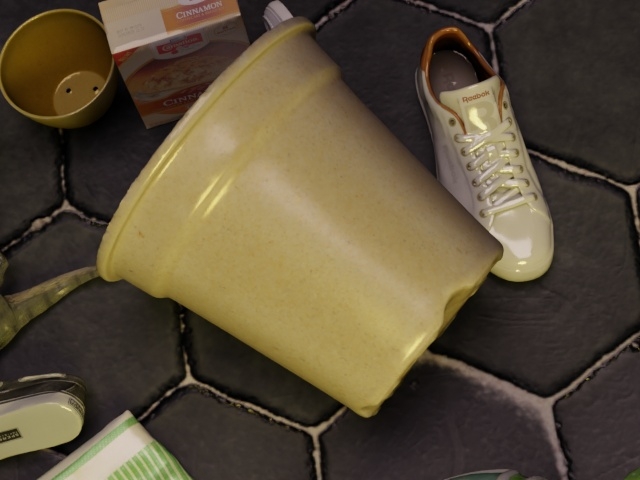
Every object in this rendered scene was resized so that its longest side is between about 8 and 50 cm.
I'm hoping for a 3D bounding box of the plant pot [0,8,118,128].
[{"bbox_3d":[-0.282,-0.178,1.750,0.134,0.095,0.134,-4,69,9],"label":"plant pot"}]

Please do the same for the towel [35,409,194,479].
[{"bbox_3d":[-0.189,0.361,1.569,0.248,0.038,0.325,-38,70,-10],"label":"towel"}]

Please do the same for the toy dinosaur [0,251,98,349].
[{"bbox_3d":[-0.363,0.071,1.688,0.268,0.064,0.118,-37,77,-11],"label":"toy dinosaur"}]

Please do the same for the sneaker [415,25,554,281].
[{"bbox_3d":[0.167,-0.096,1.663,0.106,0.123,0.290,-21,70,-4],"label":"sneaker"}]

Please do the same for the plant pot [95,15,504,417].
[{"bbox_3d":[0.000,0.000,1.560,0.305,0.334,0.334,39,77,7],"label":"plant pot"}]

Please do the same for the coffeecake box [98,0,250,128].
[{"bbox_3d":[-0.148,-0.208,1.702,0.142,0.185,0.068,-17,68,-1],"label":"coffeecake box"}]

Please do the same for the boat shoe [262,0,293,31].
[{"bbox_3d":[-0.033,-0.183,1.752,0.063,0.066,0.184,-24,78,-4],"label":"boat shoe"}]

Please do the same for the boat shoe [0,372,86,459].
[{"bbox_3d":[-0.350,0.188,1.639,0.219,0.077,0.070,-10,34,6],"label":"boat shoe"}]

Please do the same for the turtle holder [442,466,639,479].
[{"bbox_3d":[0.184,0.328,1.441,0.320,0.227,0.243,0,69,6],"label":"turtle holder"}]
